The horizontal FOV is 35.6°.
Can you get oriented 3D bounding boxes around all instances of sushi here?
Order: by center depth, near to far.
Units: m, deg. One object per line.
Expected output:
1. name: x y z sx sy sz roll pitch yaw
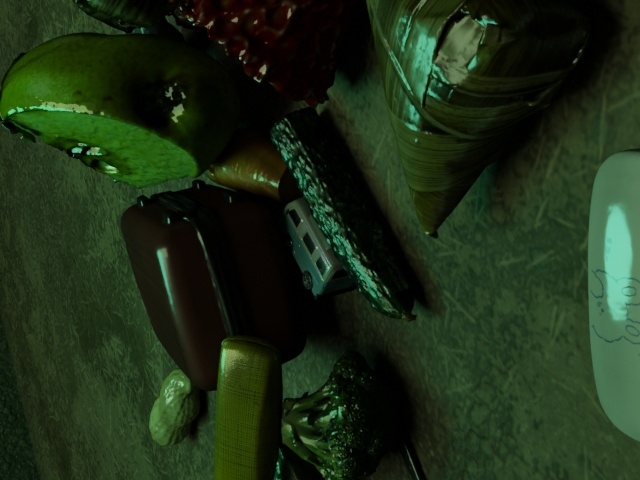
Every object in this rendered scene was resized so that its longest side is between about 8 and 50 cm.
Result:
1. sushi: -0.190 -0.343 1.407 0.060 0.061 0.118 -4 -93 -79

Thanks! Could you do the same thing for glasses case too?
1. glasses case: 0.253 0.045 0.770 0.092 0.059 0.233 17 116 56
2. glasses case: -0.085 0.216 1.179 0.079 0.064 0.234 11 118 11

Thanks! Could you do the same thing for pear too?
1. pear: -0.237 -0.183 1.243 0.255 0.238 0.164 -4 65 47

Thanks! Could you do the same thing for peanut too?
1. peanut: -0.249 0.287 1.716 0.082 0.082 0.187 61 146 27

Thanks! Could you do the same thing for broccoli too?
1. broccoli: 0.024 0.215 1.163 0.146 0.138 0.162 -82 -5 -50

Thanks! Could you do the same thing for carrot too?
1. carrot: -0.084 -0.100 1.284 0.193 0.087 0.087 16 115 51

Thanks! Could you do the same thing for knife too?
1. knife: 0.123 0.305 1.143 0.023 0.010 0.170 -43 64 56

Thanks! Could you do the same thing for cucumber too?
1. cucumber: 0.029 -0.025 1.129 0.293 0.067 0.067 62 147 23

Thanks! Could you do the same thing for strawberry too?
1. strawberry: -0.027 -0.269 1.070 0.178 0.234 0.234 -42 60 22

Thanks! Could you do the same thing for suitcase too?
1. suitcase: -0.146 0.051 1.306 0.297 0.161 0.236 22 129 67

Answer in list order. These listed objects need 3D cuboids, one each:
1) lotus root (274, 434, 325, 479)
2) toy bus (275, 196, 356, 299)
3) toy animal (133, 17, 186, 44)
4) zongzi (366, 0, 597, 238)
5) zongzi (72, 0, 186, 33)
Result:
1. lotus root: -0.041 0.324 1.309 0.119 0.138 0.235 52 140 29
2. toy bus: 0.000 0.000 1.192 0.123 0.060 0.075 62 148 27
3. toy animal: -0.229 -0.246 1.460 0.206 0.081 0.367 53 164 12
4. zongzi: 0.095 -0.179 0.909 0.288 0.134 0.286 107 146 -52
5. zongzi: -0.143 -0.400 1.126 0.317 0.154 0.289 -15 56 52
